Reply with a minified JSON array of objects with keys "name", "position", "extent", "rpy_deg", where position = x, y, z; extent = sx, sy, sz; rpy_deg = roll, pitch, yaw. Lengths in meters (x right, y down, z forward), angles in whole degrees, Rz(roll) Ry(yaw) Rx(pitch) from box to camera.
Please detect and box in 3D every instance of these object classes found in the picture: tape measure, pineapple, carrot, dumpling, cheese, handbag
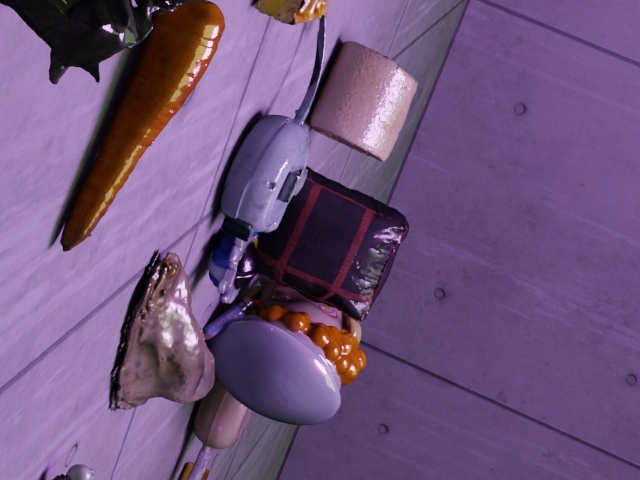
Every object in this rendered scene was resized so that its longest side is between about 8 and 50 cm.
[{"name":"tape measure","position":[-0.032,-0.154,1.711],"extent":[0.164,0.084,0.330],"rpy_deg":[-57,171,-73]},{"name":"pineapple","position":[-0.109,-0.213,0.880],"extent":[0.248,0.128,0.128],"rpy_deg":[-56,169,-25]},{"name":"carrot","position":[-0.147,-0.101,1.165],"extent":[0.256,0.061,0.061],"rpy_deg":[-64,173,4]},{"name":"dumpling","position":[-0.174,0.137,1.638],"extent":[0.332,0.086,0.166],"rpy_deg":[80,31,-70]},{"name":"cheese","position":[-0.161,0.289,2.237],"extent":[0.286,0.082,0.163],"rpy_deg":[-65,172,8]},{"name":"handbag","position":[0.000,0.000,1.945],"extent":[0.169,0.215,0.155],"rpy_deg":[-64,-178,11]}]

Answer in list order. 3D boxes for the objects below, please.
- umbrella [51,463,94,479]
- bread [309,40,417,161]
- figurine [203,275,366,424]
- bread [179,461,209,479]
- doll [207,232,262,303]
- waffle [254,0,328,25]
[{"name":"umbrella","position":[-0.279,0.299,1.473],"extent":[0.143,0.062,0.067],"rpy_deg":[-62,152,8]},{"name":"bread","position":[0.065,-0.205,2.059],"extent":[0.148,0.134,0.141],"rpy_deg":[-133,-114,-84]},{"name":"figurine","position":[-0.031,0.142,2.125],"extent":[0.205,0.224,0.382],"rpy_deg":[-66,174,25]},{"name":"bread","position":[-0.225,0.424,2.360],"extent":[0.090,0.035,0.094],"rpy_deg":[72,42,-78]},{"name":"doll","position":[-0.107,0.022,1.800],"extent":[0.195,0.070,0.096],"rpy_deg":[-72,175,-66]},{"name":"waffle","position":[0.004,-0.324,1.529],"extent":[0.160,0.055,0.211],"rpy_deg":[-67,172,19]}]
